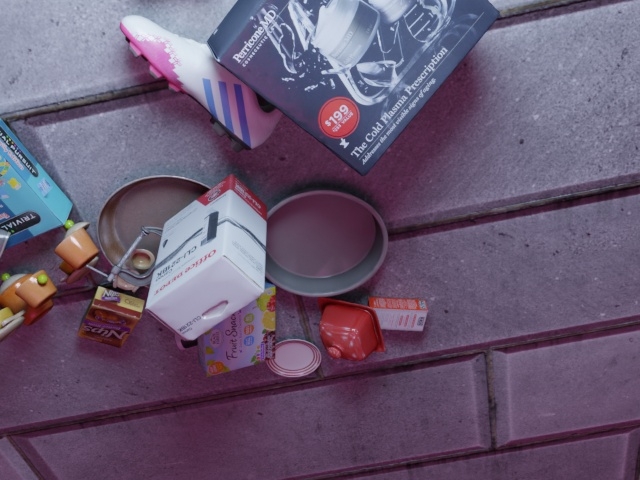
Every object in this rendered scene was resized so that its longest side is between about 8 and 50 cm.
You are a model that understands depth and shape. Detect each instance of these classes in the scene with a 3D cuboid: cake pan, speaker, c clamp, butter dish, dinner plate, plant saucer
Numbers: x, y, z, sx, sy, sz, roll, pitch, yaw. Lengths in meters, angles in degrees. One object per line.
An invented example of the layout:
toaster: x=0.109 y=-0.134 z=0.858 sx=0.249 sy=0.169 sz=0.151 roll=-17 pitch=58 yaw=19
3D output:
cake pan: x=0.000 y=0.000 z=1.493 sx=0.293 sy=0.054 sz=0.293 roll=-2 pitch=127 yaw=-2
speaker: x=-0.279 y=0.222 z=1.643 sx=0.136 sy=0.055 sz=0.055 roll=-17 pitch=127 yaw=8
c clamp: x=-0.379 y=0.031 z=1.410 sx=0.160 sy=0.022 sz=0.137 roll=-49 pitch=126 yaw=-1
butter dish: x=0.056 y=0.229 z=1.607 sx=0.160 sy=0.118 sz=0.160 roll=9 pitch=133 yaw=29
dinner plate: x=-0.068 y=0.298 z=1.740 sx=0.141 sy=0.017 sz=0.141 roll=-2 pitch=127 yaw=-2
plant saucer: x=-0.318 y=-0.018 z=1.460 sx=0.311 sy=0.050 sz=0.310 roll=-2 pitch=128 yaw=-3

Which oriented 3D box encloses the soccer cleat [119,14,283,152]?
soccer cleat: x=-0.201 y=-0.306 z=1.224 sx=0.143 sy=0.116 sz=0.331 roll=-44 pitch=122 yaw=8

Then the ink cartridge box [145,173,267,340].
ink cartridge box: x=-0.211 y=0.028 z=1.302 sx=0.197 sy=0.272 sz=0.114 roll=-33 pitch=122 yaw=19

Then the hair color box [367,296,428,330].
hair color box: x=0.183 y=0.179 z=1.650 sx=0.141 sy=0.043 sz=0.072 roll=4 pitch=128 yaw=-6

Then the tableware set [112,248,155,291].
tableware set: x=-0.367 y=0.078 z=1.488 sx=0.169 sy=0.020 sz=0.141 roll=21 pitch=123 yaw=-19

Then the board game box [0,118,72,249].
board game box: x=-0.700 y=-0.128 z=1.330 sx=0.254 sy=0.079 sz=0.336 roll=-21 pitch=126 yaw=13

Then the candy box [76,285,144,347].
candy box: x=-0.484 y=0.180 z=1.563 sx=0.109 sy=0.053 sz=0.186 roll=20 pitch=144 yaw=-19

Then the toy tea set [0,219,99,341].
toy tea set: x=-0.597 y=0.068 z=1.441 sx=0.336 sy=0.200 sz=0.124 roll=-41 pitch=93 yaw=9

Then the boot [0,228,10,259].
boot: x=-0.706 y=-0.036 z=1.303 sx=0.209 sy=0.076 sz=0.189 roll=24 pitch=137 yaw=-12

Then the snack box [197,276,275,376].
snack box: x=-0.194 y=0.195 z=1.566 sx=0.175 sy=0.070 sz=0.207 roll=-11 pitch=119 yaw=-24

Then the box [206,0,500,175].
box: x=0.045 y=-0.342 z=1.104 sx=0.313 sy=0.179 sz=0.343 roll=35 pitch=101 yaw=-25
